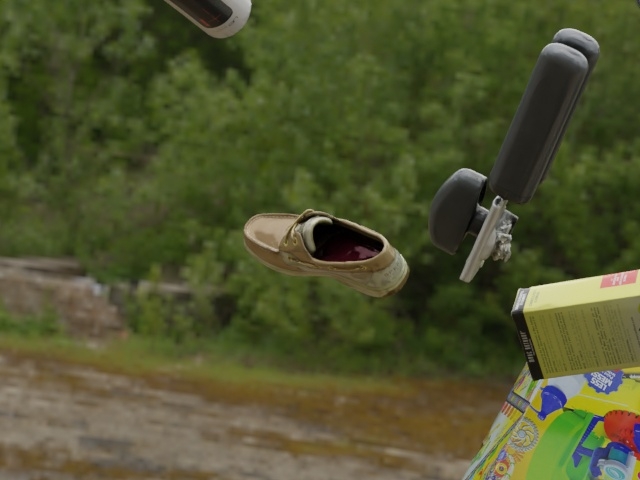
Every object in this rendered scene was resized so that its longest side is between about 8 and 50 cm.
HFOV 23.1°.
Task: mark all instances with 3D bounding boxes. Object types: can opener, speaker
[{"bbox_3d":[0.174,-0.075,1.458,0.093,0.280,0.074,30,38,7],"label":"can opener"},{"bbox_3d":[-0.115,-0.229,1.386,0.055,0.055,0.136,10,-11,27],"label":"speaker"}]

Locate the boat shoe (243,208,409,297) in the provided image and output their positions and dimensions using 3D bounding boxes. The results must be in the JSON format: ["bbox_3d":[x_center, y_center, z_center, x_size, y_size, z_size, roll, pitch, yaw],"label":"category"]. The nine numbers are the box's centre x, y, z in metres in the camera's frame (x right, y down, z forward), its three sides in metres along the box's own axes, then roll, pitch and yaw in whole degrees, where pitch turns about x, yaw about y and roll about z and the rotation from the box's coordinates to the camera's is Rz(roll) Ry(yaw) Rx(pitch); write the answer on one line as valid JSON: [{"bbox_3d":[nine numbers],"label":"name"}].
[{"bbox_3d":[0.000,0.000,1.120,0.135,0.050,0.045,13,-31,28],"label":"boat shoe"}]

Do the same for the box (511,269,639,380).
[{"bbox_3d":[0.311,0.076,1.534,0.232,0.087,0.058,-11,25,24],"label":"box"}]

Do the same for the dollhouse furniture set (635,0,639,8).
[{"bbox_3d":[0.266,-0.101,1.114,0.303,0.198,0.286,43,-8,26],"label":"dollhouse furniture set"}]

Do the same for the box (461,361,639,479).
[{"bbox_3d":[0.324,0.281,1.725,0.290,0.279,0.177,32,-22,1],"label":"box"}]
